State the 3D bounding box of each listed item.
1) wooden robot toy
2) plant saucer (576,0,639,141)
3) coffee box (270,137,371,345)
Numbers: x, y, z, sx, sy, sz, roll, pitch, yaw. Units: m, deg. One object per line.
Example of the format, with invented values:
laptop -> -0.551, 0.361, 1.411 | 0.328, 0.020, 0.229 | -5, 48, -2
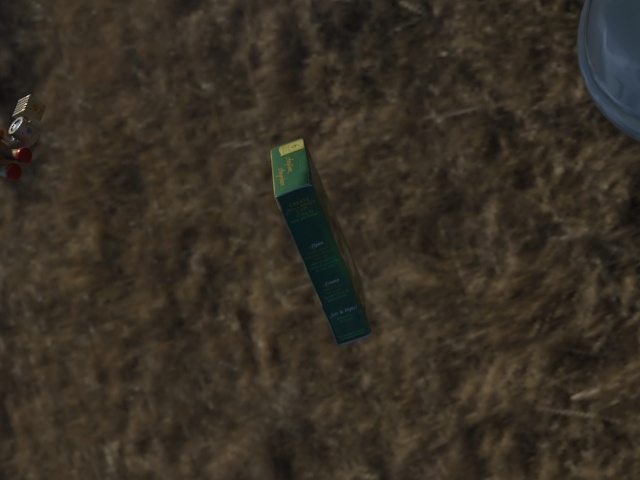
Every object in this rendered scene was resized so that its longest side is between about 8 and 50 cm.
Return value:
wooden robot toy -> -0.411, -0.120, 1.608 | 0.076, 0.173, 0.079 | 0, 148, 49
plant saucer -> 0.395, -0.251, 1.103 | 0.400, 0.400, 0.100 | 25, 162, 49
coffee box -> 0.000, 0.000, 1.281 | 0.113, 0.040, 0.184 | -99, -12, -59
